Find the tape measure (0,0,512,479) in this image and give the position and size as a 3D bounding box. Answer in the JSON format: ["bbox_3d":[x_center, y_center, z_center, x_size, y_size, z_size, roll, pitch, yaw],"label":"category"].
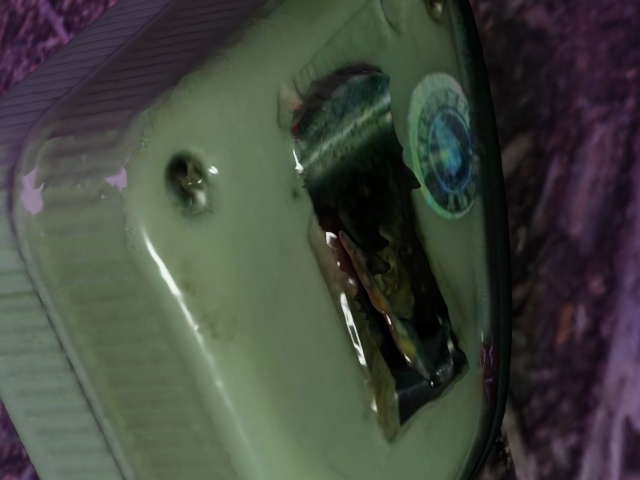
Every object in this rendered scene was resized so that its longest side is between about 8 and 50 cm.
[{"bbox_3d":[0.000,0.000,0.658,0.115,0.207,0.235,-8,26,34],"label":"tape measure"}]
